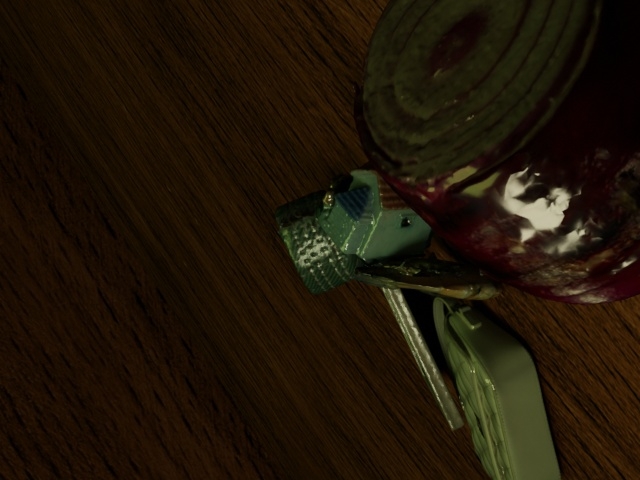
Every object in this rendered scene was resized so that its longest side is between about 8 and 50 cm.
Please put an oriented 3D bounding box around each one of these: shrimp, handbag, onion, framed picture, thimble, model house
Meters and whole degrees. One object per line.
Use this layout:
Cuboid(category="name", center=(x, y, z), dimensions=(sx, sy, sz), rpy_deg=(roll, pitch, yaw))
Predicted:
Cuboid(category="shrimp", center=(0.111, 0.042, 2.232), dimensions=(0.217, 0.150, 0.051), rpy_deg=(11, 98, 51))
Cuboid(category="handbag", center=(0.204, 0.188, 2.352), dimensions=(0.219, 0.079, 0.256), rpy_deg=(46, 158, 53))
Cuboid(category="onion", center=(0.202, -0.102, 1.484), dimensions=(0.260, 0.282, 0.336), rpy_deg=(31, -166, -30))
Cuboid(category="framed picture", center=(0.098, 0.076, 2.472), dimensions=(0.324, 0.020, 0.240), rpy_deg=(64, 180, -14))
Cuboid(category="thimble", center=(0.001, 0.001, 2.570), dimensions=(0.118, 0.090, 0.135), rpy_deg=(-102, -13, -61))
Cuboid(category="model house", center=(0.088, -0.065, 2.184), dimensions=(0.119, 0.148, 0.148), rpy_deg=(58, 134, 32))
